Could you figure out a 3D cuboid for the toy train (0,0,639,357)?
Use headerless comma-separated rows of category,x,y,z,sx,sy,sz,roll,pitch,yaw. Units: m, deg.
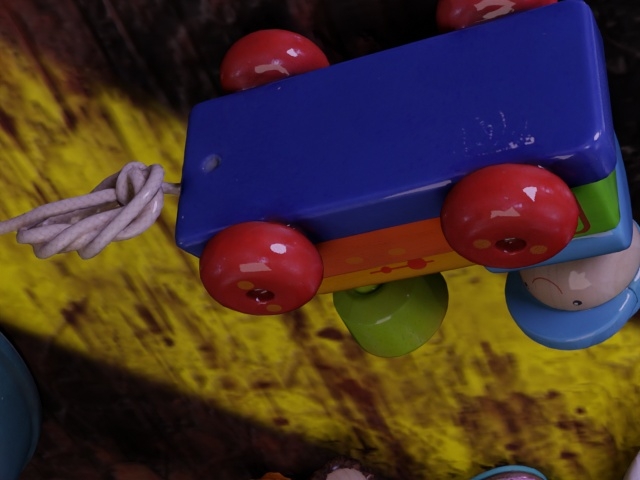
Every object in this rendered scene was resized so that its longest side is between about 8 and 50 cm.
toy train,0.000,0.000,0.441,0.248,0.105,0.143,-12,145,23

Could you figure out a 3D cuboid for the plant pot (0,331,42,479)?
plant pot,-0.301,0.166,0.540,0.271,0.255,0.272,4,137,4

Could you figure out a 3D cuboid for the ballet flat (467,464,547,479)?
ballet flat,0.065,0.211,0.651,0.076,0.079,0.221,27,134,-15

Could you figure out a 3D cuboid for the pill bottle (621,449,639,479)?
pill bottle,0.187,0.194,0.581,0.119,0.119,0.208,10,136,1

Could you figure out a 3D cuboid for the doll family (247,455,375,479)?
doll family,-0.063,0.203,0.587,0.262,0.163,0.118,-12,149,-17
